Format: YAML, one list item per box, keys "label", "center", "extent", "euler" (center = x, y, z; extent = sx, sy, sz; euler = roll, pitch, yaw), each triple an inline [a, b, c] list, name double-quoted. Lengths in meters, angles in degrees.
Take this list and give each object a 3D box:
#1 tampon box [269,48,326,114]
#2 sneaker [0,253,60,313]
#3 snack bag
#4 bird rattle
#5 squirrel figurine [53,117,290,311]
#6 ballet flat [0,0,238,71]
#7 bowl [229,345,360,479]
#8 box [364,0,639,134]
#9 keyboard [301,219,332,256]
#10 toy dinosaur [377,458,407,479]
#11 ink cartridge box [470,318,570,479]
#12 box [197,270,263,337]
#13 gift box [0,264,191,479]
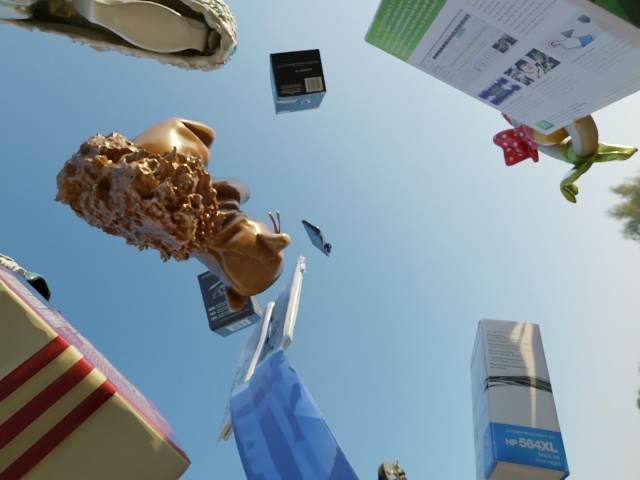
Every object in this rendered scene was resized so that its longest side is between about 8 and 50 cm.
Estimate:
- label: "tampon box"
  center: [-0.060, -0.389, 0.995]
  extent: [0.121, 0.161, 0.101]
  euler: [-10, -86, -6]
- label: "sneaker"
  center: [-0.665, 0.097, 0.873]
  extent: [0.121, 0.302, 0.108]
  euler: [-42, -21, -10]
- label: "snack bag"
  center: [-0.131, 0.234, 0.924]
  extent: [0.037, 0.323, 0.342]
  euler: [27, -64, -10]
- label: "bird rattle"
  center: [0.416, -0.201, 0.717]
  extent: [0.143, 0.253, 0.207]
  euler: [-37, -46, 10]
- label: "squirrel figurine"
  center: [-0.247, -0.034, 0.753]
  extent: [0.281, 0.370, 0.397]
  euler: [-48, -11, 9]
- label: "ballet flat"
  center: [-0.287, -0.296, 0.464]
  extent: [0.409, 0.147, 0.146]
  euler: [5, -85, -27]
- label: "bowl"
  center: [0.028, 0.295, 0.406]
  extent: [0.077, 0.391, 0.390]
  euler: [-30, -59, -12]
- label: "box"
  center: [0.231, -0.258, 0.495]
  extent: [0.322, 0.232, 0.058]
  euler: [24, -96, -6]
- label: "keyboard"
  center: [0.000, 0.000, 1.276]
  extent: [0.023, 0.108, 0.180]
  euler: [-47, -24, -10]
- label: "toy dinosaur"
  center: [0.096, 0.263, 0.326]
  extent: [0.064, 0.268, 0.118]
  euler: [-5, -106, -13]
- label: "ink cartridge box"
  center: [0.269, 0.236, 0.572]
  extent: [0.148, 0.086, 0.203]
  euler: [78, -160, -45]
- label: "box"
  center: [-0.291, 0.184, 1.302]
  extent: [0.153, 0.207, 0.108]
  euler: [-23, -29, 1]
- label: "gift box"
  center: [-0.307, 0.170, 0.316]
  extent: [0.276, 0.255, 0.258]
  euler: [48, -118, -8]
